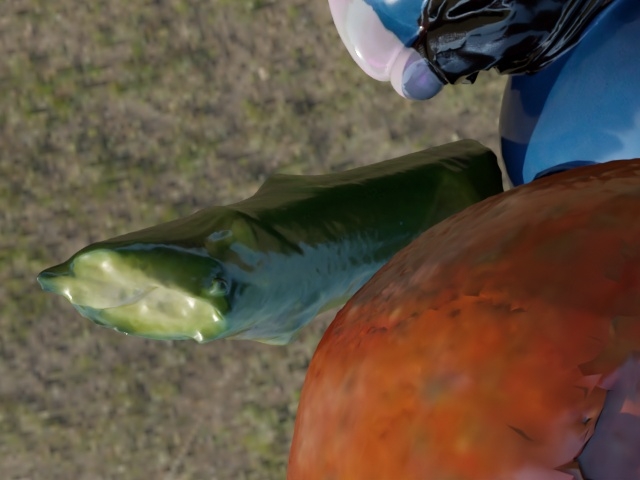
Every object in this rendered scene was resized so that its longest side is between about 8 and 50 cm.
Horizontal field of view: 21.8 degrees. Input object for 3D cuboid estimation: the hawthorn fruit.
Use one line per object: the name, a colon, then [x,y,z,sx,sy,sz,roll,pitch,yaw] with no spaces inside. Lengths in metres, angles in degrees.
hawthorn fruit: [0.098,0.096,0.641,0.276,0.276,0.307,19,175,-42]

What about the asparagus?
asparagus: [-0.001,0.001,0.875,0.343,0.085,0.082,-16,150,-51]

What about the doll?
doll: [0.187,-0.098,0.945,0.284,0.310,0.240,-44,-172,-29]
